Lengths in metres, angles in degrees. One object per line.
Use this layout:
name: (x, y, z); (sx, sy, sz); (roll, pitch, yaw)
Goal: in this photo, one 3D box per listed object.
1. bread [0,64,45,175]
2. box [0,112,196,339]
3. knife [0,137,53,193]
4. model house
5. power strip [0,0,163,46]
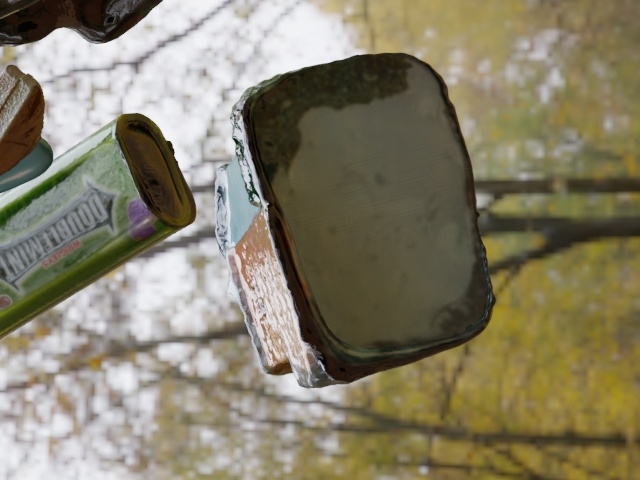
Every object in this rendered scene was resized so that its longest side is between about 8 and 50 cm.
bread: (-0.263, -0.092, 1.531); (0.109, 0.043, 0.062); (-55, -21, 8)
box: (-0.294, 0.003, 1.911); (0.097, 0.345, 0.134); (-13, -105, -63)
knife: (-0.366, -0.045, 1.846); (0.064, 0.222, 0.031); (56, -166, -25)
model house: (0.000, 0.000, 1.557); (0.291, 0.184, 0.253); (-32, 75, 67)
power strip: (-0.106, -0.183, 0.890); (0.092, 0.251, 0.257); (48, -153, -34)
